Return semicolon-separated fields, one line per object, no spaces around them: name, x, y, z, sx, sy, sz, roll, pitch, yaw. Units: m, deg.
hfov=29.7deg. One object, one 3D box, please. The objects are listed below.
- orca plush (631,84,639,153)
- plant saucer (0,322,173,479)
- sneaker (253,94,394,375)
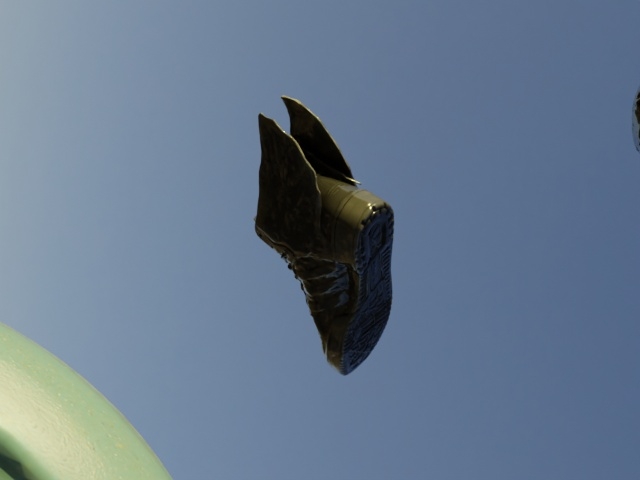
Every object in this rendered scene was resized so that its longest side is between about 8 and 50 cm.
orca plush;0.270;-0.078;0.520;0.287;0.102;0.151;11;-103;34
plant saucer;-0.173;0.153;0.336;0.044;0.317;0.318;125;-36;-69
sneaker;-0.002;0.001;0.738;0.089;0.051;0.170;31;-41;26
